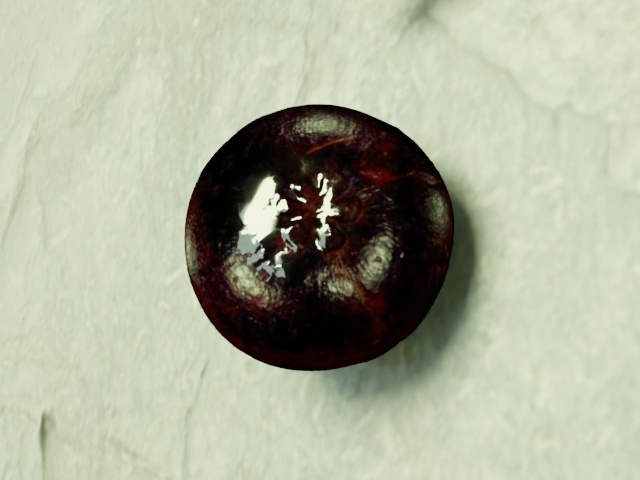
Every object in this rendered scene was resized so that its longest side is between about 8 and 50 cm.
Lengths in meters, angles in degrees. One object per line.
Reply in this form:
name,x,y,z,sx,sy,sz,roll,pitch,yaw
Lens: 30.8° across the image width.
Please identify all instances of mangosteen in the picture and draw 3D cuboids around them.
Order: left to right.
mangosteen,0.000,0.000,0.644,0.152,0.152,0.153,-17,65,43
